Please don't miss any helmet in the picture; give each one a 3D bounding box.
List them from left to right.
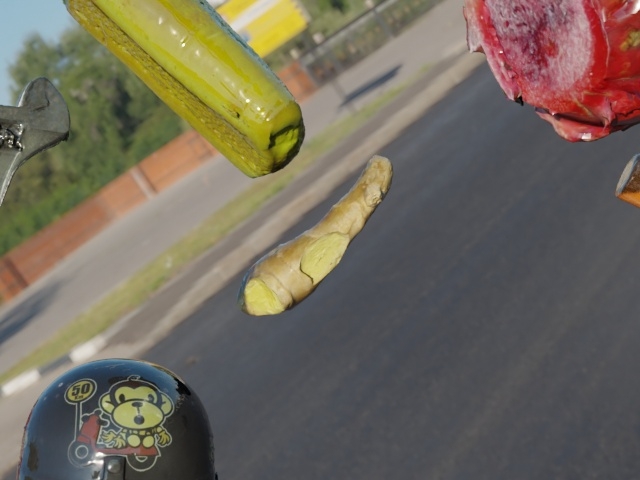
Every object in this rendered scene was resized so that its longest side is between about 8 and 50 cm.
[{"bbox_3d":[-0.232,0.215,1.470,0.230,0.160,0.279,3,5,-8],"label":"helmet"}]

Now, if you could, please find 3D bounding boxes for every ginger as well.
[{"bbox_3d":[0.000,0.000,1.765,0.294,0.086,0.131,-46,3,0],"label":"ginger"}]

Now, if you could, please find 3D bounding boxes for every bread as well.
[{"bbox_3d":[-0.165,-0.239,1.552,0.112,0.383,0.166,-45,-7,-21],"label":"bread"}]

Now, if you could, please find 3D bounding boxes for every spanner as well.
[{"bbox_3d":[-0.305,-0.026,1.151,0.026,0.093,0.325,-36,34,49],"label":"spanner"}]

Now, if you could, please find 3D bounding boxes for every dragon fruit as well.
[{"bbox_3d":[0.289,-0.228,1.104,0.291,0.250,0.269,-23,6,-29],"label":"dragon fruit"}]

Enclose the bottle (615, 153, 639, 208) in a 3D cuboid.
[{"bbox_3d":[0.480,-0.045,1.644,0.069,0.187,0.069,-63,-1,-2],"label":"bottle"}]
